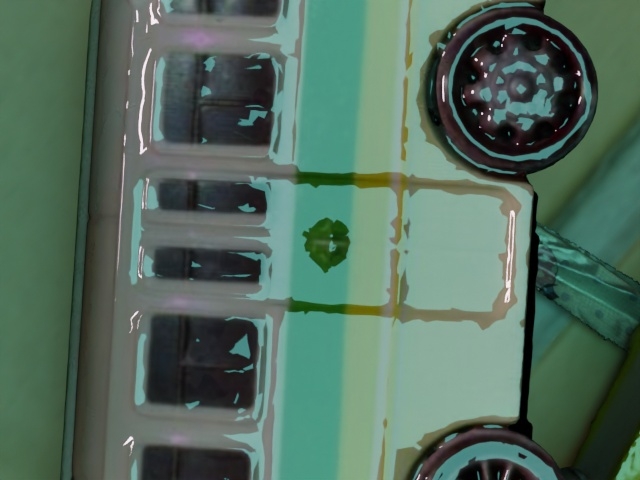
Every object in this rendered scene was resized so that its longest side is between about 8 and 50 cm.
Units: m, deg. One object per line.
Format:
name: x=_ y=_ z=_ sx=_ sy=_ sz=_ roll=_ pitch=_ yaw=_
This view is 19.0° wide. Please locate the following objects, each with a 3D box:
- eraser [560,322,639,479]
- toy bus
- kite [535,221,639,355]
eraser: x=0.226 y=0.084 z=0.759 sx=0.226 sy=0.069 sz=0.158 roll=30 pitch=82 yaw=-7
toy bus: x=0.000 y=0.000 z=0.700 sx=0.179 sy=0.143 sz=0.305 roll=4 pitch=90 yaw=0
kite: x=0.206 y=0.083 z=0.798 sx=0.368 sy=0.014 sz=0.406 roll=31 pitch=84 yaw=-8
